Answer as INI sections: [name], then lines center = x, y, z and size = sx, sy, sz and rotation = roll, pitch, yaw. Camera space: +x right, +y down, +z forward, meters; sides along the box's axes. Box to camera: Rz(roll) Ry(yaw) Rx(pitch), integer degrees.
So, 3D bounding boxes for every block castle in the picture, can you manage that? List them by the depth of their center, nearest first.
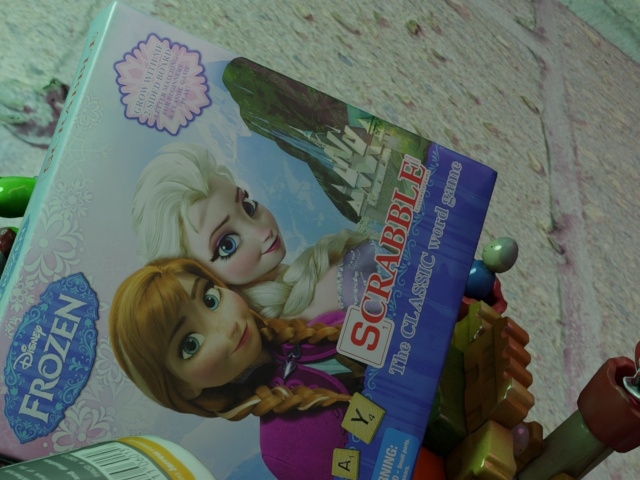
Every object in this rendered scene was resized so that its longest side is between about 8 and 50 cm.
[block castle]
center = 0.177, 0.215, 1.214
size = 0.303, 0.213, 0.453
rotation = 34, 29, -17

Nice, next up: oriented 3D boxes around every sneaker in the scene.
[sneaker]
center = 0.293, 0.115, 1.300
size = 0.067, 0.042, 0.118
rotation = 45, 21, -32

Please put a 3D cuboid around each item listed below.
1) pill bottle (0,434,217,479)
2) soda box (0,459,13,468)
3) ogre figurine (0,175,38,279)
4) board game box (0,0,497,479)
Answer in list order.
[pill bottle]
center = -0.185, 0.207, 0.785
size = 0.278, 0.162, 0.162
rotation = -10, 57, -42
[soda box]
center = -0.170, 0.196, 0.958
size = 0.169, 0.053, 0.060
rotation = 25, 33, -29
[ogre figurine]
center = -0.247, 0.019, 1.046
size = 0.118, 0.197, 0.097
rotation = 26, -10, -7
[board game box]
center = -0.059, 0.040, 1.035
size = 0.318, 0.066, 0.318
rotation = 22, 75, -19
